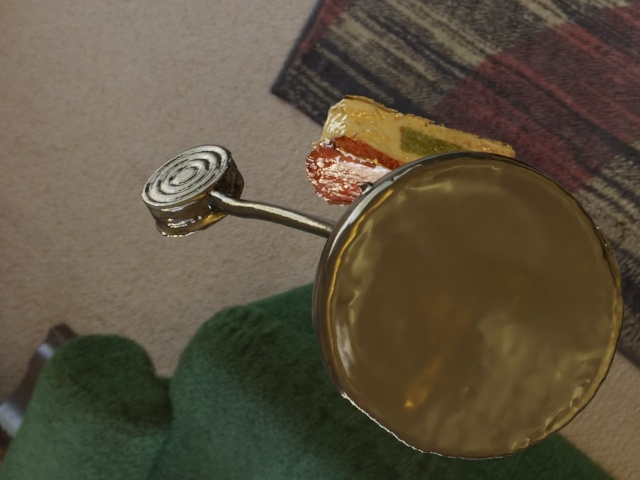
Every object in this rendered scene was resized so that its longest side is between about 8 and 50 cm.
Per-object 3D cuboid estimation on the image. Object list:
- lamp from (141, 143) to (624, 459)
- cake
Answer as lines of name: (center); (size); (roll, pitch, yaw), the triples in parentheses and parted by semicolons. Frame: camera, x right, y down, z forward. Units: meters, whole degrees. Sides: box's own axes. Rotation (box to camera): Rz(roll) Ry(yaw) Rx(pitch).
lamp: (-0.016, -0.027, 0.459); (0.109, 0.130, 0.371); (58, 171, -31)
cake: (0.092, -0.096, 0.996); (0.220, 0.117, 0.086); (3, 63, 24)
